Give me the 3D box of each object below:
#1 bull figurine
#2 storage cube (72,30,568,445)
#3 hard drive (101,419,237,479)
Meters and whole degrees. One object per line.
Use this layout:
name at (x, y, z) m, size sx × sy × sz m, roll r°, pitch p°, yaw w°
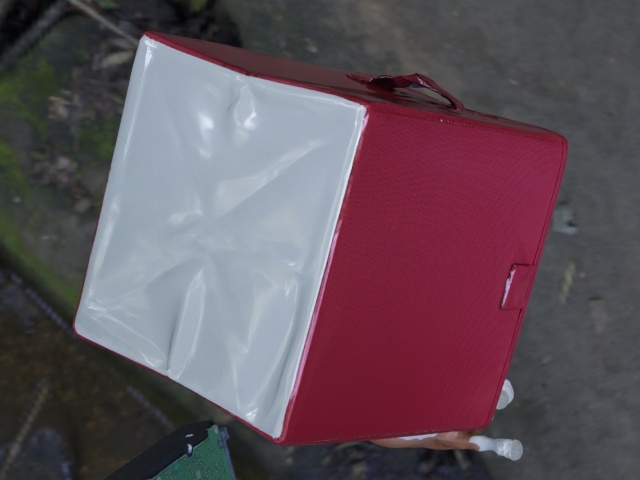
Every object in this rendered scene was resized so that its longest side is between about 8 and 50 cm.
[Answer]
bull figurine at (0.117, 0.188, 1.673) m, size 0.188 × 0.310 × 0.101 m, roll 1°, pitch 84°, yaw 59°
storage cube at (0.000, 0.000, 0.861) m, size 0.183 × 0.193 × 0.215 m, roll 23°, pitch 101°, yaw 39°
hard drive at (-0.163, 0.344, 1.512) m, size 0.064 × 0.339 × 0.237 m, roll -11°, pitch 97°, yaw 23°
